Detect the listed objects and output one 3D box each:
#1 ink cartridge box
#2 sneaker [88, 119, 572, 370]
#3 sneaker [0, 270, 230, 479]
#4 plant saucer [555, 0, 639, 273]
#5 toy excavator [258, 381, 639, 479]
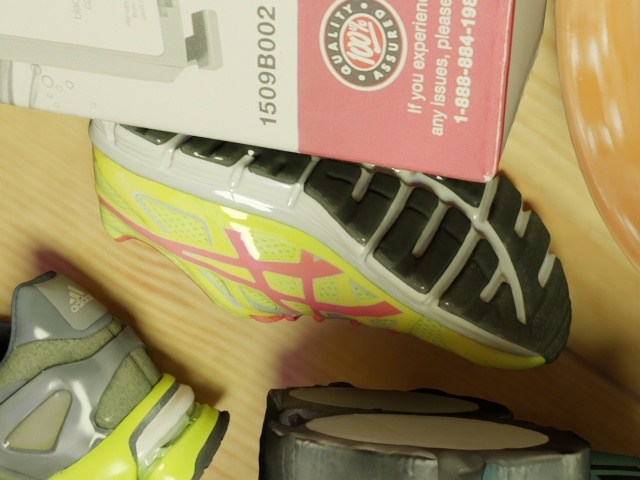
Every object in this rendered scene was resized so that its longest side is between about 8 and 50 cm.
[{"bbox_3d":[-0.065,-0.149,0.482,0.283,0.117,0.207,9,125,12],"label":"ink cartridge box"},{"bbox_3d":[0.000,0.000,0.594,0.208,0.081,0.094,28,134,7],"label":"sneaker"},{"bbox_3d":[-0.187,0.103,0.717,0.300,0.111,0.121,-27,101,25],"label":"sneaker"},{"bbox_3d":[0.135,-0.074,0.441,0.037,0.200,0.200,-3,130,-22],"label":"plant saucer"},{"bbox_3d":[0.196,0.180,0.480,0.445,0.433,0.222,3,89,-3],"label":"toy excavator"}]
